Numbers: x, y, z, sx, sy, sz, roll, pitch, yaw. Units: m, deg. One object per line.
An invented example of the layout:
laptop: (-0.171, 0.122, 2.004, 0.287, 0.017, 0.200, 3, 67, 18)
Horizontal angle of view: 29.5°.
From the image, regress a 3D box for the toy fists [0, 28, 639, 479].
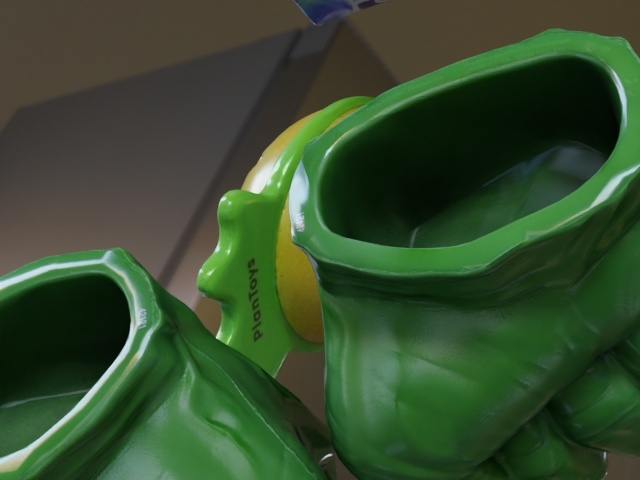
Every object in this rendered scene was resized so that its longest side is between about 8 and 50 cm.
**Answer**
toy fists: (0.002, 0.054, 0.381, 0.279, 0.096, 0.142, -26, -42, 8)

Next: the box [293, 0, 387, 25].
box: (0.024, -0.329, 0.602, 0.293, 0.212, 0.395, -15, -29, 26)

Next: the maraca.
maraca: (0.000, 0.000, 0.604, 0.099, 0.185, 0.127, 9, -60, 32)
